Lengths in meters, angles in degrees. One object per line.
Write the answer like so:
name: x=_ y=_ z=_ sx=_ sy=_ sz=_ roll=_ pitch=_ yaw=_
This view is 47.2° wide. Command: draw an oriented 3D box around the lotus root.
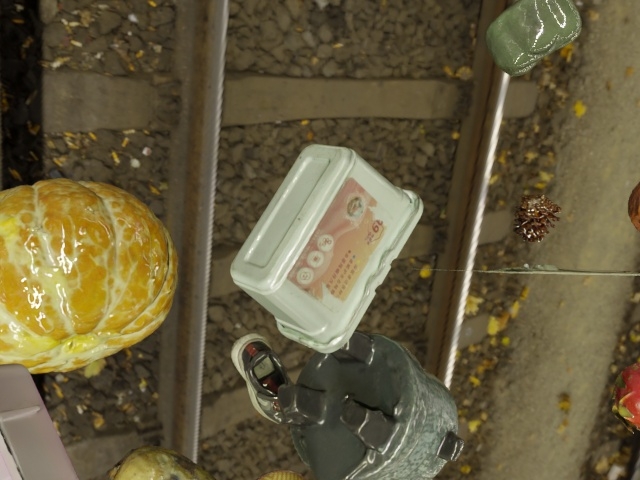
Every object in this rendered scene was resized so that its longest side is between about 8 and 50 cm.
lotus root: x=-0.220 y=0.435 z=1.188 sx=0.278 sy=0.154 sz=0.154 roll=31 pitch=85 yaw=-6

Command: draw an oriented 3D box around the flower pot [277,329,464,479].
flower pot: x=0.083 y=0.323 z=1.316 sx=0.283 sy=0.299 sz=0.299 roll=38 pitch=81 yaw=-42

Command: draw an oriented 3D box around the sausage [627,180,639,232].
sausage: x=0.635 y=-0.102 z=1.281 sx=0.259 sy=0.114 sz=0.113 roll=-36 pitch=129 yaw=-21

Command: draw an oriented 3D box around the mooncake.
mooncake: x=0.387 y=-0.375 z=1.333 sx=0.169 sy=0.175 sz=0.104 roll=-27 pitch=80 yaw=-33

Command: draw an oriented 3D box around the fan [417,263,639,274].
fan: x=0.189 y=0.024 z=0.628 sx=0.329 sy=0.191 sz=0.009 roll=3 pitch=87 yaw=-39

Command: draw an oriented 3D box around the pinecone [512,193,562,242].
pinecone: x=0.360 y=-0.037 z=1.229 sx=0.077 sy=0.077 sz=0.083 roll=-16 pitch=133 yaw=-37

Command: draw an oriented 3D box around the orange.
orange: x=-0.368 y=0.048 z=1.053 sx=0.329 sy=0.249 sz=0.329 roll=-24 pitch=163 yaw=-8

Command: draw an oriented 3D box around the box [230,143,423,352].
box: x=0.000 y=0.000 z=1.189 sx=0.182 sy=0.175 sz=0.311 roll=40 pitch=74 yaw=-37

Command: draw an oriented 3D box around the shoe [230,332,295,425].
shoe: x=-0.102 y=0.299 z=1.515 sx=0.099 sy=0.112 sz=0.227 roll=-32 pitch=105 yaw=-15

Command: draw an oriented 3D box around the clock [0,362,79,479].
clock: x=-0.260 y=0.211 z=0.563 sx=0.150 sy=0.197 sz=0.063 roll=-34 pitch=167 yaw=12

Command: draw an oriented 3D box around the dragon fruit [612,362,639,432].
dragon fruit: x=0.377 y=0.179 z=0.840 sx=0.086 sy=0.081 sz=0.116 roll=-39 pitch=177 yaw=5

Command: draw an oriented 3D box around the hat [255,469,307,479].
hat: x=-0.031 y=0.418 z=1.011 sx=0.193 sy=0.082 sz=0.192 roll=14 pitch=70 yaw=-44
